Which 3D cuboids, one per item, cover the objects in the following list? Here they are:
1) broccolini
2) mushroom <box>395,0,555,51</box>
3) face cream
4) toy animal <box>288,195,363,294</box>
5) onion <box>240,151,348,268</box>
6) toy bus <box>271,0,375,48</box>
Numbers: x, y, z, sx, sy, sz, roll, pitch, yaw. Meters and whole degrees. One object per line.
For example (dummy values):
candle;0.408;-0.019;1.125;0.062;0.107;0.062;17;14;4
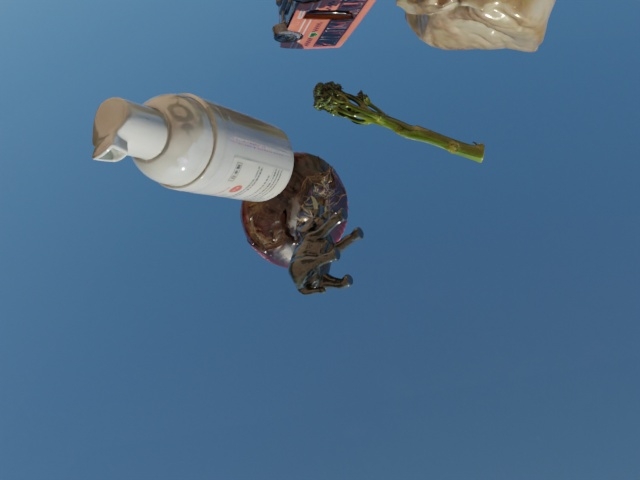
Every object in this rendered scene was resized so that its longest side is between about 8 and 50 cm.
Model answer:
broccolini;0.169;-0.262;1.254;0.392;0.079;0.074;20;-92;2
mushroom;0.151;-0.296;0.434;0.298;0.297;0.290;2;-94;25
face cream;-0.190;-0.144;0.858;0.145;0.370;0.145;-1;-93;26
toy animal;0.008;-0.005;1.104;0.137;0.082;0.269;-24;-140;29
onion;-0.073;-0.075;1.523;0.232;0.314;0.314;3;-125;56
toy bus;0.013;-0.605;1.359;0.233;0.427;0.203;-1;-91;-14
